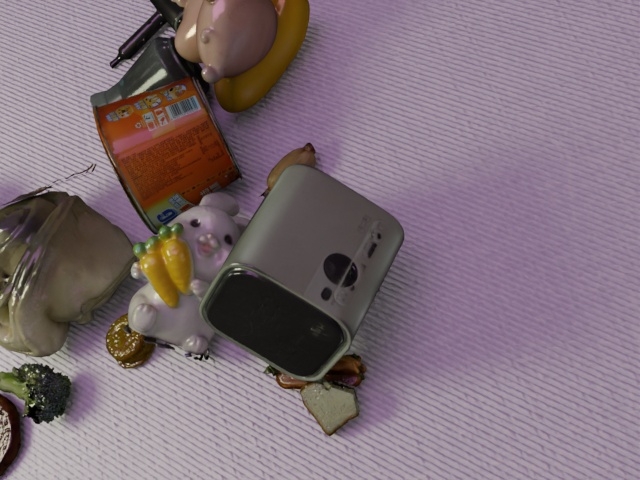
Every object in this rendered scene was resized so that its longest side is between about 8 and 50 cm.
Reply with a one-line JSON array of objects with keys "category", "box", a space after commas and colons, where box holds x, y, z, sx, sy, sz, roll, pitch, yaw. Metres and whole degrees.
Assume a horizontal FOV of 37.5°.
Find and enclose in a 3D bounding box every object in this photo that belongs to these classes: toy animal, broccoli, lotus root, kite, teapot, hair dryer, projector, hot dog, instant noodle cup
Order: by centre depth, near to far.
[{"category": "projector", "box": [-0.032, 0.058, 1.626, 0.248, 0.248, 0.249, 32, 54, -3]}, {"category": "hot dog", "box": [-0.008, 0.235, 1.710, 0.188, 0.072, 0.055, 0, 24, 19]}, {"category": "toy animal", "box": [-0.236, 0.056, 1.788, 0.182, 0.247, 0.310, 22, 91, 10]}, {"category": "broccoli", "box": [-0.585, 0.292, 1.879, 0.204, 0.122, 0.118, 7, 90, 39]}, {"category": "lotus root", "box": [-0.061, -0.132, 1.897, 0.150, 0.062, 0.073, -47, 52, -5]}, {"category": "instant noodle cup", "box": [-0.298, -0.183, 1.899, 0.213, 0.296, 0.296, -25, 60, -2]}, {"category": "kite", "box": [-0.558, -0.109, 1.930, 0.229, 0.016, 0.127, -29, 17, -30]}, {"category": "toy animal", "box": [-0.206, -0.425, 1.951, 0.246, 0.345, 0.278, 32, 114, 19]}, {"category": "teapot", "box": [-0.373, -0.331, 2.061, 0.225, 0.171, 0.203, -31, 28, 12]}, {"category": "hair dryer", "box": [-0.387, -0.470, 2.180, 0.248, 0.078, 0.196, -43, 60, 9]}]

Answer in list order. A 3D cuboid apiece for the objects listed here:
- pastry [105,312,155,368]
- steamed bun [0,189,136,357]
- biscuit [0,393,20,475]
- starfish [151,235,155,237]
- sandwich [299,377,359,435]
[{"category": "pastry", "box": [-0.377, 0.197, 1.867, 0.097, 0.057, 0.109, 10, 70, 26]}, {"category": "steamed bun", "box": [-0.581, 0.048, 1.898, 0.352, 0.247, 0.339, 30, 76, 30]}, {"category": "biscuit", "box": [-0.684, 0.394, 1.898, 0.192, 0.049, 0.192, -5, 72, 16]}, {"category": "starfish", "box": [-0.332, 0.029, 1.945, 0.078, 0.028, 0.091, 36, 80, 24]}, {"category": "sandwich", "box": [0.018, 0.281, 1.661, 0.093, 0.035, 0.105, -43, 85, 16]}]
